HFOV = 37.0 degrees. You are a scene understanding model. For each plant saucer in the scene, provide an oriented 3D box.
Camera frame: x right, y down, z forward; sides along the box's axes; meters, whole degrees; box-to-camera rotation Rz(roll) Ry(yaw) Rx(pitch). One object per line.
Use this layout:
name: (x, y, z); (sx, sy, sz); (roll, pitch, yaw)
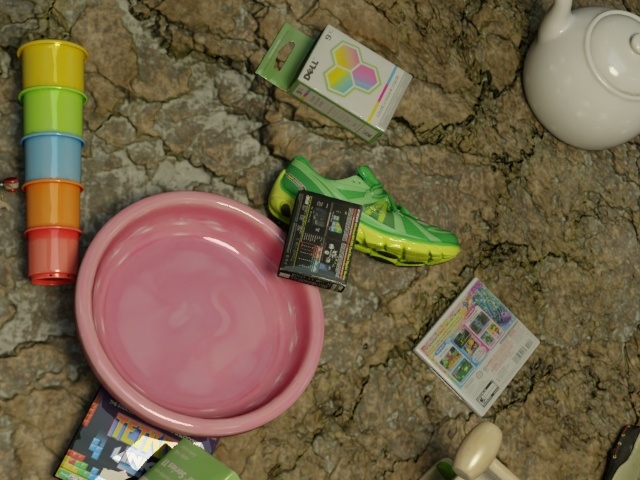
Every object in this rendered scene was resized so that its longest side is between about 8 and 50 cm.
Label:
plant saucer: (-0.159, 0.098, 1.247); (0.332, 0.084, 0.332); (12, 61, -21)

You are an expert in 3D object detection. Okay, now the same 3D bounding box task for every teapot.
teapot: (0.467, -0.273, 1.533); (0.256, 0.187, 0.253); (-6, 78, -21)

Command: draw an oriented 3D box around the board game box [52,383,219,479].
board game box: (-0.231, 0.272, 1.221); (0.170, 0.048, 0.141); (28, 70, -10)

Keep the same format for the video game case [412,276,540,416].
video game case: (0.234, 0.158, 1.428); (0.143, 0.019, 0.157); (45, 67, -3)

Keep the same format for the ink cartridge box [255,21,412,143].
ink cartridge box: (0.021, -0.249, 1.439); (0.209, 0.062, 0.109); (31, 69, -9)

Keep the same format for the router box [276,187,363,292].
router box: (0.000, 0.000, 1.280); (0.092, 0.038, 0.122); (15, 69, -4)

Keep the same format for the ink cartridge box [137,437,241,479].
ink cartridge box: (-0.215, 0.430, 1.100); (0.353, 0.119, 0.207); (-41, 125, -24)

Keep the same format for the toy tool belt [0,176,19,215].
toy tool belt: (-0.432, -0.052, 1.243); (0.083, 0.052, 0.051); (-10, 110, -18)

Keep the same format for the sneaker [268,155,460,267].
sneaker: (0.075, -0.043, 1.377); (0.295, 0.109, 0.124); (20, 74, -13)

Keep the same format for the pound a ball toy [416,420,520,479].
pound a ball toy: (0.233, 0.406, 1.258); (0.135, 0.208, 0.319); (-39, 91, -24)

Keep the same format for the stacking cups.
stacking cups: (-0.346, -0.101, 1.262); (0.096, 0.096, 0.316); (-2, 79, -20)

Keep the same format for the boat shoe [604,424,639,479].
boat shoe: (0.459, 0.338, 1.447); (0.049, 0.042, 0.133); (49, 65, -29)
